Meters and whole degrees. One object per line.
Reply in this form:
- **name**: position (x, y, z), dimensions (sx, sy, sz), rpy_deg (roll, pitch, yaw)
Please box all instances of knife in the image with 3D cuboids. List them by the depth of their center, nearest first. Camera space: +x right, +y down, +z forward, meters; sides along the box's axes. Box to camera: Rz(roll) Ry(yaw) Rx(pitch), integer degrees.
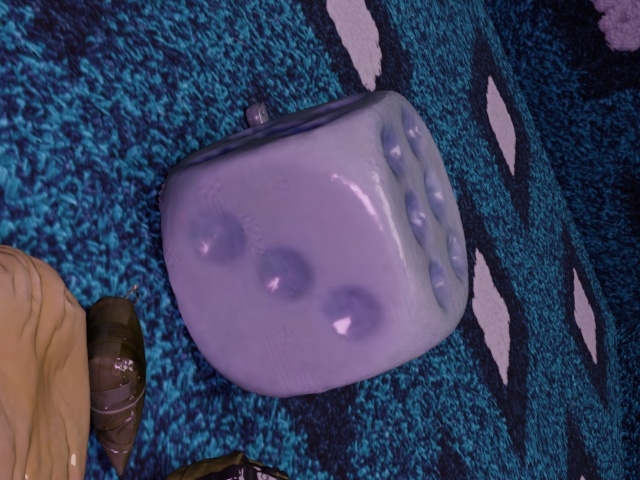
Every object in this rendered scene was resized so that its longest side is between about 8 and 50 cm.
- **knife**: position (-0.057, -0.102, 1.693), dimensions (0.044, 0.023, 0.162), rpy_deg (-61, 132, -67)

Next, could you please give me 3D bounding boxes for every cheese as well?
- **cheese**: position (-0.245, 0.114, 0.958), dimensions (0.214, 0.117, 0.226), rpy_deg (0, 81, -72)

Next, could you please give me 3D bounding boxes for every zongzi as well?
- **zongzi**: position (-0.188, 0.120, 1.204), dimensions (0.154, 0.062, 0.130), rpy_deg (-101, -174, -58)

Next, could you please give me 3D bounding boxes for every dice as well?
- **dice**: position (0.000, 0.000, 1.434), dimensions (0.264, 0.262, 0.268), rpy_deg (-43, 117, -66)

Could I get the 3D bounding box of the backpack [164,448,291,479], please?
- **backpack**: position (-0.060, 0.316, 1.238), dimensions (0.253, 0.140, 0.207), rpy_deg (57, 26, -38)
